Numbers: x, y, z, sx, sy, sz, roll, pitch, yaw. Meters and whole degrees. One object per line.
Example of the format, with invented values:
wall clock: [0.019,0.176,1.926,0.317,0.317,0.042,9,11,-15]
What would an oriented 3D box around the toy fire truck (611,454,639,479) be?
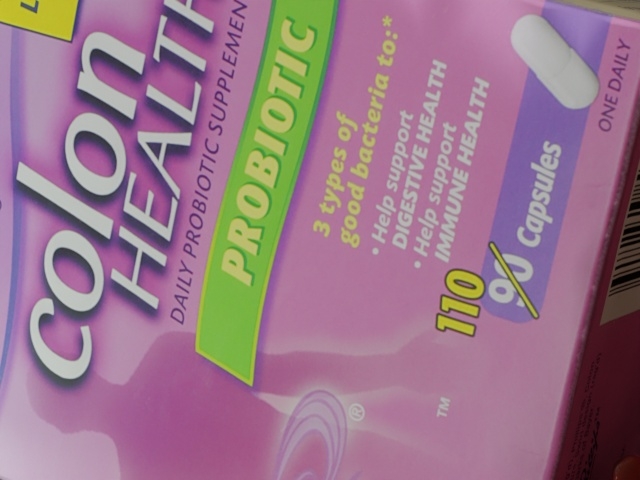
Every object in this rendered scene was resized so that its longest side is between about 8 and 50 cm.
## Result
toy fire truck: [0.171,0.108,0.512,0.217,0.158,0.246,-5,66,40]

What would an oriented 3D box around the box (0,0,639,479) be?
box: [0.000,0.000,0.621,0.243,0.117,0.214,19,104,26]
